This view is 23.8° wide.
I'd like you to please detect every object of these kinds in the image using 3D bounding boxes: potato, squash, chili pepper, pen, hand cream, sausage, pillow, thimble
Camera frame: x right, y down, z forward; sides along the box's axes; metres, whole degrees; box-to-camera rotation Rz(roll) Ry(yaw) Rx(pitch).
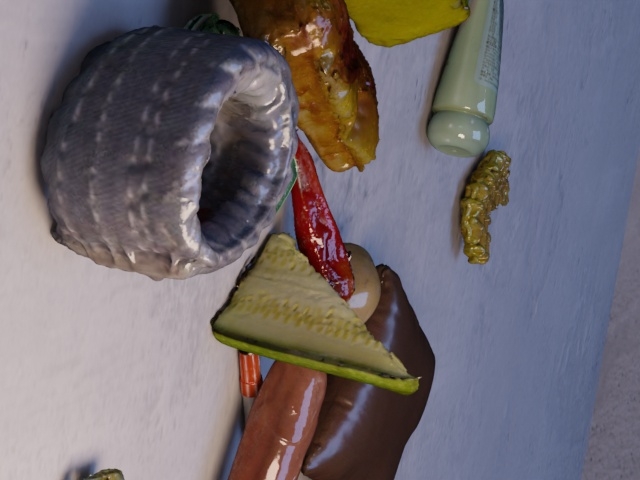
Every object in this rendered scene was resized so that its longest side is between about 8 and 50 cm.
[{"bbox_3d":[0.020,0.062,1.892,0.147,0.112,0.112,-62,154,-48],"label":"potato"},{"bbox_3d":[0.027,0.096,1.725,0.093,0.252,0.169,80,31,-45],"label":"squash"},{"bbox_3d":[0.000,0.000,1.800,0.050,0.059,0.268,-46,124,-73],"label":"chili pepper"},{"bbox_3d":[-0.079,0.225,1.836,0.028,0.028,0.239,-50,146,-48],"label":"pen"},{"bbox_3d":[0.232,-0.275,2.238,0.147,0.093,0.306,50,54,-72],"label":"hand cream"},{"bbox_3d":[-0.086,0.324,1.762,0.088,0.088,0.433,30,79,-67],"label":"sausage"},{"bbox_3d":[0.065,0.228,2.074,0.305,0.108,0.308,-67,156,-21],"label":"pillow"},{"bbox_3d":[-0.135,-0.080,1.368,0.205,0.172,0.236,65,40,-52],"label":"thimble"}]

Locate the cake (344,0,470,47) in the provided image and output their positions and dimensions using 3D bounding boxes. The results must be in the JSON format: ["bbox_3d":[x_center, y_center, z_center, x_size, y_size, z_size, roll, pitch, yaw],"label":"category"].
[{"bbox_3d":[0.070,-0.342,1.673,0.260,0.156,0.179,50,31,-56],"label":"cake"}]

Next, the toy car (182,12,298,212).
[{"bbox_3d":[-0.097,-0.124,1.550,0.224,0.076,0.090,61,40,-32],"label":"toy car"}]

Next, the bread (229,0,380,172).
[{"bbox_3d":[-0.003,-0.186,1.595,0.185,0.109,0.380,65,4,23],"label":"bread"}]

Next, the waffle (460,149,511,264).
[{"bbox_3d":[0.269,-0.060,2.491,0.194,0.051,0.149,-59,151,-49],"label":"waffle"}]

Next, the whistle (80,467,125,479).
[{"bbox_3d":[-0.240,0.384,1.494,0.068,0.057,0.326,-6,106,-67],"label":"whistle"}]
